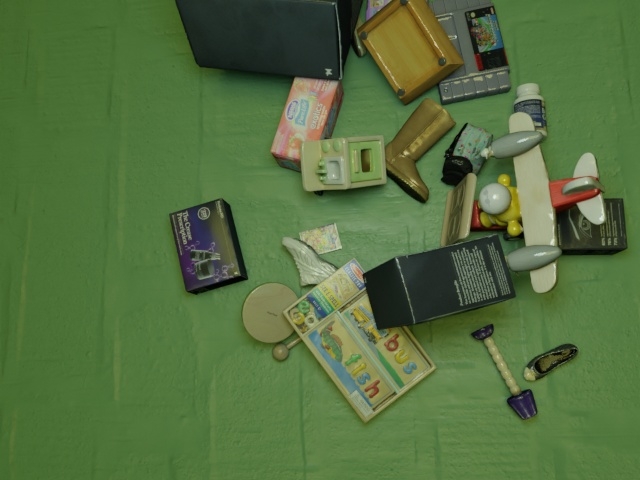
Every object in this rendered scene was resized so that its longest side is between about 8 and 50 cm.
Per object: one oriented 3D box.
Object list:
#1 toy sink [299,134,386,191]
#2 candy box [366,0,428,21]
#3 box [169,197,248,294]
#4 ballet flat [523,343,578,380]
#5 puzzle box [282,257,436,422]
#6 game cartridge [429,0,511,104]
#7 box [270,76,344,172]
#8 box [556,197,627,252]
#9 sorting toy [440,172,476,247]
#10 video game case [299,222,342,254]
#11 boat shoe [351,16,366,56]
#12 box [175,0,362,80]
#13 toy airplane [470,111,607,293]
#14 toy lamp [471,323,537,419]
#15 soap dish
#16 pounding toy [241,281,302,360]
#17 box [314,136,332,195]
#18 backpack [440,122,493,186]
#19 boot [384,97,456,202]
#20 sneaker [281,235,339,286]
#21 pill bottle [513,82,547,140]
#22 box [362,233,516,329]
[{"bbox_3d":[0.073,-0.232,1.693,0.234,0.131,0.152,-10,100,-36],"label":"toy sink"},{"bbox_3d":[0.252,-0.739,1.848,0.196,0.070,0.164,-2,78,25],"label":"candy box"},{"bbox_3d":[-0.356,0.020,1.798,0.184,0.103,0.261,-17,78,1],"label":"box"},{"bbox_3d":[0.659,0.347,1.624,0.173,0.049,0.057,-33,76,1],"label":"ballet flat"},{"bbox_3d":[0.115,0.290,1.665,0.272,0.052,0.409,-37,87,-3],"label":"puzzle box"},{"bbox_3d":[0.472,-0.631,1.833,0.230,0.068,0.355,-11,78,10],"label":"game cartridge"},{"bbox_3d":[-0.038,-0.377,1.803,0.142,0.154,0.300,16,83,10],"label":"box"},{"bbox_3d":[0.767,-0.038,1.654,0.207,0.108,0.153,0,80,8],"label":"box"},{"bbox_3d":[0.410,-0.081,1.662,0.038,0.208,0.193,11,81,-3],"label":"sorting toy"},{"bbox_3d":[0.000,0.000,1.798,0.122,0.011,0.087,-15,77,4],"label":"video game case"},{"bbox_3d":[0.130,-0.706,1.891,0.072,0.068,0.190,-14,77,-7],"label":"boat shoe"},{"bbox_3d":[-0.124,-0.780,1.746,0.480,0.297,0.471,8,62,10],"label":"box"},{"bbox_3d":[0.559,-0.107,1.528,0.386,0.272,0.384,56,134,48],"label":"toy airplane"},{"bbox_3d":[0.532,0.376,1.622,0.080,0.080,0.274,-27,78,2],"label":"toy lamp"},{"bbox_3d":[0.268,-0.599,1.747,0.229,0.118,0.291,-31,96,32],"label":"soap dish"},{"bbox_3d":[-0.145,0.232,1.741,0.183,0.110,0.237,-42,106,-13],"label":"pounding toy"},{"bbox_3d":[0.009,-0.232,1.787,0.029,0.116,0.162,15,81,12],"label":"box"},{"bbox_3d":[0.450,-0.266,1.730,0.115,0.152,0.182,26,69,13],"label":"backpack"},{"bbox_3d":[0.326,-0.286,1.771,0.236,0.089,0.269,44,86,12],"label":"boot"},{"bbox_3d":[-0.042,0.082,1.744,0.232,0.090,0.115,39,95,6],"label":"sneaker"},{"bbox_3d":[0.646,-0.392,1.744,0.094,0.094,0.169,-2,79,7],"label":"pill bottle"},{"bbox_3d":[0.307,0.122,1.534,0.294,0.296,0.182,-11,81,-14],"label":"box"}]
